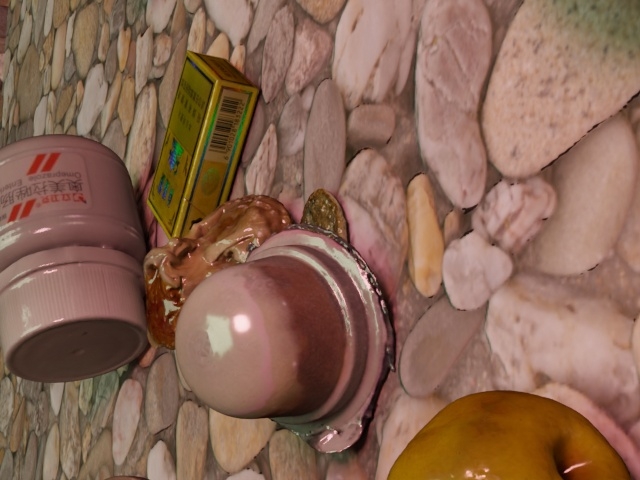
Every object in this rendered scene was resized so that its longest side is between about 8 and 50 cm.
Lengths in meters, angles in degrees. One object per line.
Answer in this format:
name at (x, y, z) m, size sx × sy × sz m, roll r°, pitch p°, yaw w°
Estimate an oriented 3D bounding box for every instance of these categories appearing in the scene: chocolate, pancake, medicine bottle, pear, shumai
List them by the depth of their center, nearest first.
pear at (0.111, 0.169, 0.644) m, size 0.162 × 0.149 × 0.149 m, roll -41°, pitch 48°, yaw 42°
chocolate at (-0.053, 0.097, 0.922) m, size 0.221 × 0.147 × 0.221 m, roll 12°, pitch 108°, yaw 40°
pancake at (0.000, -0.001, 1.036) m, size 0.108 × 0.017 × 0.108 m, roll -23°, pitch 64°, yaw 59°
shumai at (-0.113, 0.033, 1.101) m, size 0.209 × 0.153 × 0.161 m, roll -122°, pitch 34°, yaw -52°
medicine bottle at (-0.375, 0.028, 1.493) m, size 0.245 × 0.245 × 0.306 m, roll -50°, pitch 48°, yaw 45°

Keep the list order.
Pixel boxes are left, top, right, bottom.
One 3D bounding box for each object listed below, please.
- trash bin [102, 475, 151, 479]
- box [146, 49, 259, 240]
trash bin at (-0.092, 0.288, 0.844) m, size 0.209 × 0.290 × 0.182 m, roll -15°, pitch 70°, yaw 59°
box at (-0.154, -0.115, 1.306) m, size 0.141 × 0.064 × 0.220 m, roll 46°, pitch 122°, yaw 56°
